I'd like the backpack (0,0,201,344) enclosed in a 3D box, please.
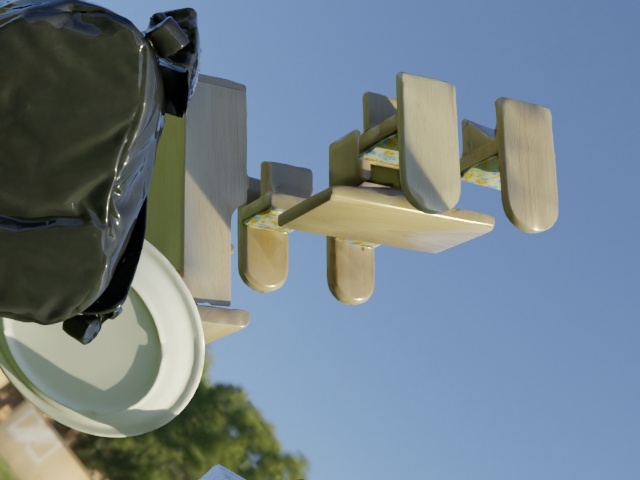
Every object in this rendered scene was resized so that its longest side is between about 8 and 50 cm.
[{"bbox_3d":[-0.126,-0.055,0.526,0.115,0.152,0.182,19,12,-14],"label":"backpack"}]

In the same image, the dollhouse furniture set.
[{"bbox_3d":[0.000,0.000,1.232,0.362,0.394,0.256,-26,-120,55],"label":"dollhouse furniture set"}]

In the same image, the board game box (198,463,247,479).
[{"bbox_3d":[-0.057,0.324,1.240,0.193,0.053,0.305,30,-6,4],"label":"board game box"}]

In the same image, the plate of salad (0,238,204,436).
[{"bbox_3d":[-0.182,0.066,0.912,0.200,0.048,0.199,7,-66,16],"label":"plate of salad"}]

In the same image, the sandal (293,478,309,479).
[{"bbox_3d":[-0.021,0.223,0.903,0.090,0.060,0.219,34,18,34],"label":"sandal"}]
